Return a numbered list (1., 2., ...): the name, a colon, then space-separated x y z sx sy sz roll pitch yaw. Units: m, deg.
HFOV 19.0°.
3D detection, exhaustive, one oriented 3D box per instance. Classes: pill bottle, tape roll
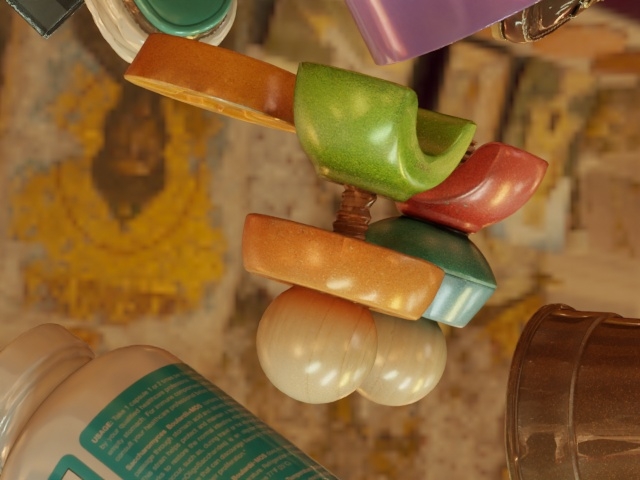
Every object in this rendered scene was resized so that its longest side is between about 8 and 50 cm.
1. pill bottle: -0.078 0.156 1.069 0.264 0.146 0.146 36 -178 20
2. tape roll: 0.103 -0.192 1.256 0.189 0.080 0.189 -26 -170 5

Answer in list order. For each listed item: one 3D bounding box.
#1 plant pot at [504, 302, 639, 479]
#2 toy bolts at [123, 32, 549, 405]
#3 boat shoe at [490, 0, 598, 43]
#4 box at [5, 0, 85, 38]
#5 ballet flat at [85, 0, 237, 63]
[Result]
1. plant pot: 0.227 0.118 1.214 0.165 0.167 0.167 -6 168 31
2. toy bolts: 0.000 0.000 1.024 0.218 0.158 0.228 16 179 34
3. boat shoe: 0.203 -0.220 1.520 0.073 0.207 0.073 17 135 24
4. box: -0.319 -0.359 2.100 0.220 0.175 0.051 45 -175 -22
5. ballet flat: -0.188 -0.304 1.433 0.139 0.400 0.139 -24 176 -2
